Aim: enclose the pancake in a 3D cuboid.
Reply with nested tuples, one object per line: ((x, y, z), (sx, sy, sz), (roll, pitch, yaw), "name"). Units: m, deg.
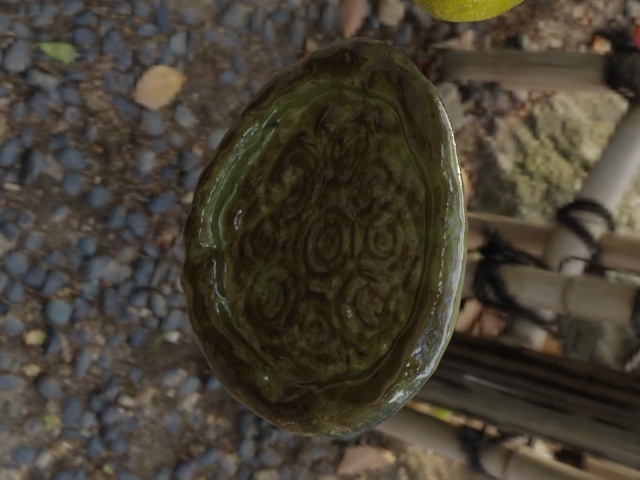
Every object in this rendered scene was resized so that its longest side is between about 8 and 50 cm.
((0.000, 0.000, 0.914), (0.031, 0.250, 0.250), (9, 93, -42), "pancake")

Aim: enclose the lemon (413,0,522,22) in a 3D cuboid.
((0.107, -0.210, 1.068), (0.133, 0.109, 0.109), (-25, 115, -12), "lemon")
